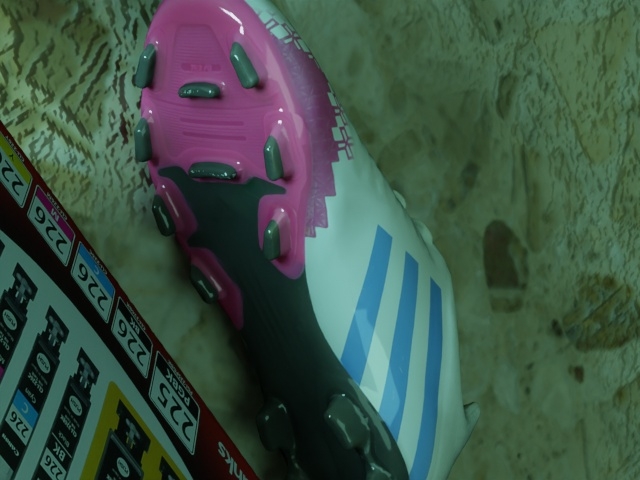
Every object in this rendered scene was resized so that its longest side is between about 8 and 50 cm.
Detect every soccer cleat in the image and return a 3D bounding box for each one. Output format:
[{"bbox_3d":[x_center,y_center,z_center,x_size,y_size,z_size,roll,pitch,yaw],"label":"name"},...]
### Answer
[{"bbox_3d":[0.000,0.000,0.966,0.143,0.116,0.331,-38,118,-45],"label":"soccer cleat"}]

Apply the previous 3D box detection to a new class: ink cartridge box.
[{"bbox_3d":[-0.141,0.140,0.760,0.309,0.130,0.272,57,21,-26],"label":"ink cartridge box"}]
